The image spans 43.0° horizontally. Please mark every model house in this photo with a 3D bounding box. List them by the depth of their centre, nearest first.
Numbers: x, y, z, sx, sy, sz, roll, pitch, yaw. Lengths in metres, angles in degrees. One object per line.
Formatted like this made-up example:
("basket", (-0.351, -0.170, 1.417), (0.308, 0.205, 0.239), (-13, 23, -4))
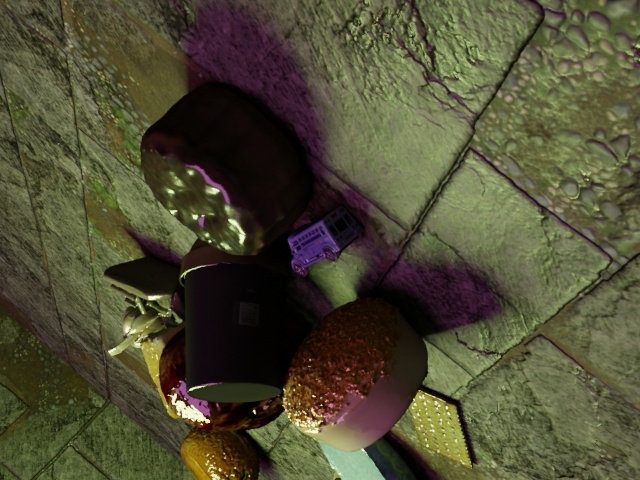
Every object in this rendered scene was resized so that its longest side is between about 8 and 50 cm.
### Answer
("model house", (-0.414, 0.134, 2.062), (0.229, 0.122, 0.188), (17, 147, 31))

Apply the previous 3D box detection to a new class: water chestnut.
("water chestnut", (-0.183, 0.246, 1.759), (0.350, 0.350, 0.302), (106, 142, -60))

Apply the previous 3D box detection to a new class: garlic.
("garlic", (-0.519, 0.261, 2.314), (0.131, 0.194, 0.127), (49, 161, -24))

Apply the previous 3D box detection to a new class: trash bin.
("trash bin", (-0.157, 0.123, 1.523), (0.214, 0.334, 0.214), (-3, 159, -1))

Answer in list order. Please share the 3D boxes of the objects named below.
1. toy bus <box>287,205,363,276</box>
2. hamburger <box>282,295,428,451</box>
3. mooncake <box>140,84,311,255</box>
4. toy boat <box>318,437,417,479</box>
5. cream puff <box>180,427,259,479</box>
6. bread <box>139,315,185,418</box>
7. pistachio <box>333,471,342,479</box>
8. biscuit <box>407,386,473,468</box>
("toy bus", (0.000, 0.000, 1.393), (0.076, 0.073, 0.167), (54, 147, -5))
("hamburger", (0.050, 0.232, 1.439), (0.179, 0.276, 0.294), (36, 143, -13))
("mooncake", (-0.164, -0.104, 1.363), (0.290, 0.161, 0.290), (33, 153, 19))
("toy boat", (0.136, 0.540, 1.967), (0.330, 0.123, 0.215), (51, 145, 8))
("cream puff", (-0.319, 0.726, 2.681), (0.303, 0.212, 0.303), (40, 153, 25))
("bread", (-0.318, 0.291, 1.976), (0.195, 0.176, 0.246), (-24, 90, 58))
("pistachio", (0.120, 0.736, 2.109), (0.321, 0.229, 0.238), (49, 133, 18))
("biscuit", (0.240, 0.379, 1.673), (0.139, 0.016, 0.231), (18, 144, 37))
